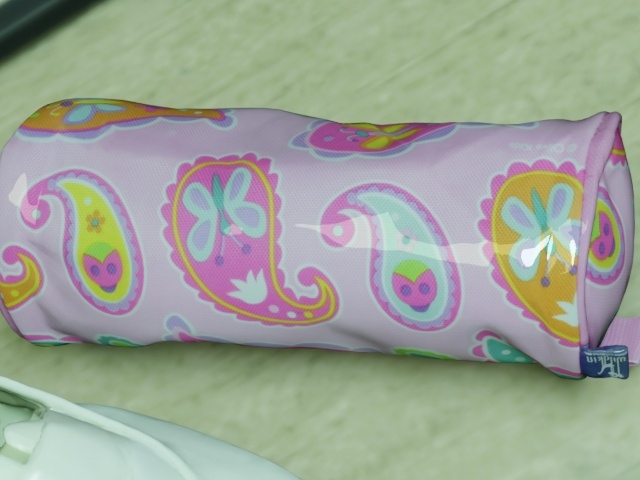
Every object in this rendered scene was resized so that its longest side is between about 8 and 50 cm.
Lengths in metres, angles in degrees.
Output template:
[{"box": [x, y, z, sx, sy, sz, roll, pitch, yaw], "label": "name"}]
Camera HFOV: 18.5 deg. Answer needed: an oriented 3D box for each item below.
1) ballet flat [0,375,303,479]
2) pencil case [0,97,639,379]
[{"box": [-0.163, 0.108, 0.867, 0.400, 0.139, 0.139, 21, 79, 20], "label": "ballet flat"}, {"box": [0.000, 0.000, 0.866, 0.284, 0.124, 0.124, 3, 73, 16], "label": "pencil case"}]
